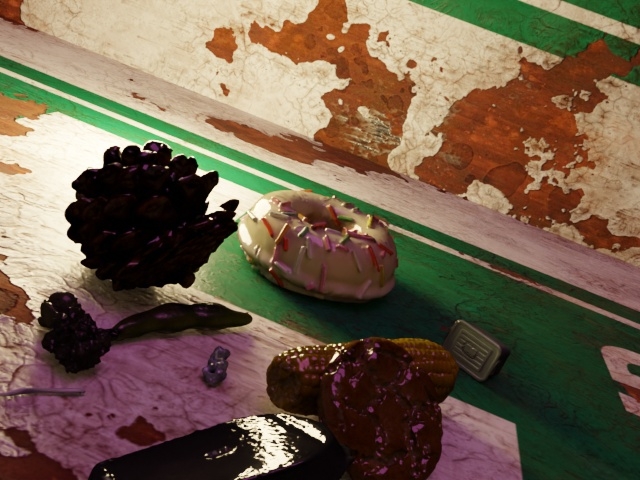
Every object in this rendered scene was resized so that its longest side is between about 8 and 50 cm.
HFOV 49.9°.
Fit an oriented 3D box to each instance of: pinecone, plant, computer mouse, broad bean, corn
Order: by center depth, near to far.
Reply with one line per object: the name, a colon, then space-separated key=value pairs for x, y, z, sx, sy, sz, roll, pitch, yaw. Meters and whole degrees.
computer mouse: x=-0.106 y=0.270 z=0.763 sx=0.295 sy=0.087 sz=0.168 roll=-7 pitch=7 yaw=-28
plant: x=-0.352 y=0.120 z=0.962 sx=0.085 sy=0.087 sz=0.174 roll=-21 pitch=34 yaw=-26
corn: x=0.076 y=0.211 z=1.072 sx=0.363 sy=0.120 sz=0.120 roll=8 pitch=23 yaw=-37
broad bean: x=-0.228 y=0.126 z=1.110 sx=0.298 sy=0.043 sz=0.060 roll=-1 pitch=40 yaw=-45
pinecone: x=-0.294 y=-0.047 z=1.204 sx=0.296 sy=0.242 sz=0.298 roll=34 pitch=29 yaw=28

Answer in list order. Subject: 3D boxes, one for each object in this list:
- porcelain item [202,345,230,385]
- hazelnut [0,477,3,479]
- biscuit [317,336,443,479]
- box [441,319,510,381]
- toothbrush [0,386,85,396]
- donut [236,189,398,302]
porcelain item: x=-0.155 y=0.190 z=1.036 sx=0.036 sy=0.028 sz=0.083 roll=4 pitch=21 yaw=2
hazelnut: x=-0.315 y=0.264 z=0.521 sx=0.170 sy=0.160 sz=0.201 roll=11 pitch=56 yaw=9
biscuit: x=0.090 y=0.240 z=0.959 sx=0.226 sy=0.042 sz=0.226 roll=19 pitch=53 yaw=-27
box: x=0.310 y=0.216 z=1.357 sx=0.122 sy=0.084 sz=0.069 roll=37 pitch=18 yaw=36
toothbrush: x=-0.360 y=0.189 z=0.857 sx=0.131 sy=0.011 sz=0.013 roll=9 pitch=44 yaw=-32
donut: x=0.000 y=0.000 z=1.532 sx=0.383 sy=0.142 sz=0.382 roll=17 pitch=20 yaw=-6
